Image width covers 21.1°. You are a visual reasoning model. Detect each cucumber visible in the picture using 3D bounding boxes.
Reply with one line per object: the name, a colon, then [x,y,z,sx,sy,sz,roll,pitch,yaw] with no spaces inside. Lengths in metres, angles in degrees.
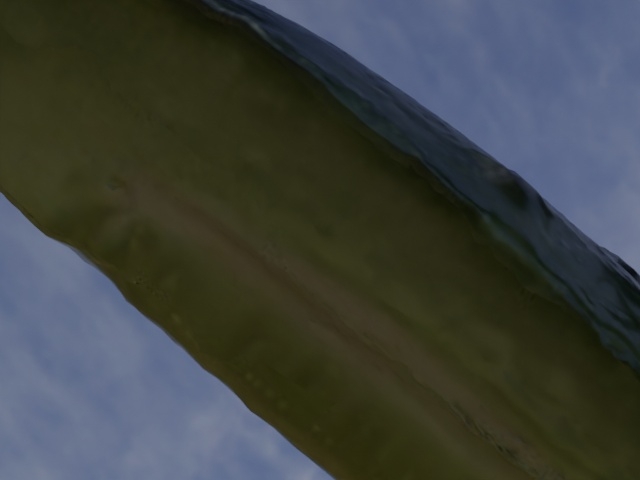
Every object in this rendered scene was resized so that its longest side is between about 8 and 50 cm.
cucumber: [0.002,-0.002,0.517,0.325,0.145,0.105,38,-78,7]
